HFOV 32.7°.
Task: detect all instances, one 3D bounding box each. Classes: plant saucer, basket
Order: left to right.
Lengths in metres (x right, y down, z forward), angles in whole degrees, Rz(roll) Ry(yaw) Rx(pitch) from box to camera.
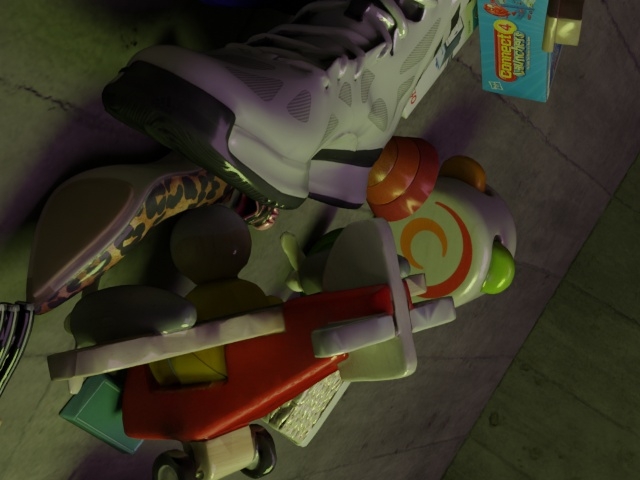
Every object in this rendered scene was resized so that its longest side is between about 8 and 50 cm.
[{"bbox_3d":[-0.235,0.201,1.252,0.067,0.018,0.192,-53,156,-12],"label":"plant saucer"},{"bbox_3d":[-0.033,0.185,1.514,0.167,0.113,0.103,-56,155,-3],"label":"basket"}]

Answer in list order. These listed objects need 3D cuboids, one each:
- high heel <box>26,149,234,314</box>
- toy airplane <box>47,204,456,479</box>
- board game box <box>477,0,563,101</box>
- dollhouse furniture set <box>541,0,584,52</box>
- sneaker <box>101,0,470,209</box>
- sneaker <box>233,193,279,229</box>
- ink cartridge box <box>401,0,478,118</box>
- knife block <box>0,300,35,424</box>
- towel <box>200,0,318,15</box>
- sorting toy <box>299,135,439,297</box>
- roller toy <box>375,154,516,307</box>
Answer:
[{"bbox_3d":[-0.162,-0.010,1.018,0.261,0.093,0.186,-59,153,-20],"label":"high heel"},{"bbox_3d":[-0.063,0.073,1.103,0.384,0.272,0.386,-25,164,-5],"label":"toy airplane"},{"bbox_3d":[0.267,-0.378,1.301,0.302,0.086,0.308,69,37,-62],"label":"board game box"},{"bbox_3d":[0.189,-0.416,1.025,0.355,0.174,0.303,85,18,-52],"label":"dollhouse furniture set"},{"bbox_3d":[-0.010,-0.171,0.907,0.257,0.169,0.447,-62,166,9],"label":"sneaker"},{"bbox_3d":[-0.061,-0.066,1.230,0.057,0.047,0.119,4,115,-52],"label":"sneaker"},{"bbox_3d":[0.115,-0.261,1.274,0.190,0.082,0.139,-54,157,-16],"label":"ink cartridge box"},{"bbox_3d":[-0.331,0.167,0.920,0.242,0.088,0.275,-43,153,-29],"label":"knife block"},{"bbox_3d":[-0.016,-0.344,0.929,0.308,0.076,0.228,-65,163,16],"label":"towel"},{"bbox_3d":[0.000,0.000,1.400,0.126,0.127,0.365,31,95,-38],"label":"sorting toy"},{"bbox_3d":[0.184,-0.002,1.612,0.191,0.209,0.146,-29,173,32],"label":"roller toy"}]
